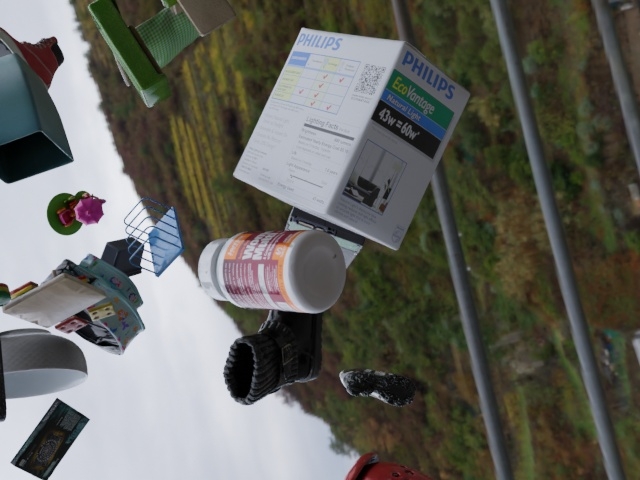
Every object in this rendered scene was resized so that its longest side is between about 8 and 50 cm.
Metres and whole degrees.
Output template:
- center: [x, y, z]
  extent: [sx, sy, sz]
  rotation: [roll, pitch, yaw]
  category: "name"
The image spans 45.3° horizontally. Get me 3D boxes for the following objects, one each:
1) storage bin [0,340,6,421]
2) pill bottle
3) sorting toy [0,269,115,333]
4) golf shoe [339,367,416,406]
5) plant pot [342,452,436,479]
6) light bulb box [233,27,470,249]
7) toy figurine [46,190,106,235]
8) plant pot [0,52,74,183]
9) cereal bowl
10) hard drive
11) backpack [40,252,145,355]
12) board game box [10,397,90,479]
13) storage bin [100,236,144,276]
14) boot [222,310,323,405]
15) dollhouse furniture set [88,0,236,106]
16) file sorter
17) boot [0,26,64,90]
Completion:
- center: [-0.669, 0.262, 1.462]
  extent: [0.122, 0.084, 0.180]
  rotation: [-8, 88, 44]
  category: "storage bin"
- center: [-0.079, 0.045, 1.159]
  extent: [0.221, 0.121, 0.121]
  rotation: [-1, 108, 43]
  category: "pill bottle"
- center: [-0.477, 0.099, 1.384]
  extent: [0.046, 0.132, 0.274]
  rotation: [65, -173, 24]
  category: "sorting toy"
- center: [0.137, 0.339, 1.828]
  extent: [0.094, 0.198, 0.077]
  rotation: [20, 90, 64]
  category: "golf shoe"
- center: [0.129, 0.545, 1.573]
  extent: [0.191, 0.174, 0.191]
  rotation: [-49, -29, -39]
  category: "plant pot"
- center: [0.056, -0.221, 1.609]
  extent: [0.225, 0.361, 0.358]
  rotation: [25, -179, -41]
  category: "light bulb box"
- center: [-0.693, -0.092, 2.268]
  extent: [0.173, 0.159, 0.130]
  rotation: [-45, -57, -44]
  category: "toy figurine"
- center: [-0.679, -0.281, 1.705]
  extent: [0.165, 0.166, 0.234]
  rotation: [67, -175, -70]
  category: "plant pot"
- center: [-0.809, 0.326, 2.073]
  extent: [0.339, 0.339, 0.141]
  rotation: [80, 178, -71]
  category: "cereal bowl"
- center: [0.000, 0.000, 2.388]
  extent: [0.339, 0.237, 0.064]
  rotation: [116, 173, -72]
  category: "hard drive"
- center: [-0.574, 0.174, 2.002]
  extent: [0.254, 0.191, 0.225]
  rotation: [31, 151, 25]
  category: "backpack"
- center: [-0.681, 0.505, 1.939]
  extent: [0.026, 0.186, 0.126]
  rotation: [19, 155, 33]
  category: "board game box"
- center: [-0.566, 0.043, 2.169]
  extent: [0.135, 0.098, 0.091]
  rotation: [-16, -47, -59]
  category: "storage bin"
- center: [-0.117, 0.211, 1.874]
  extent: [0.260, 0.131, 0.347]
  rotation: [-5, -91, -48]
  category: "boot"
- center: [-0.230, -0.312, 1.248]
  extent: [0.151, 0.198, 0.301]
  rotation: [56, 172, 1]
  category: "dollhouse furniture set"
- center: [-0.447, -0.014, 2.034]
  extent: [0.104, 0.118, 0.170]
  rotation: [29, -153, -39]
  category: "file sorter"
- center: [-0.830, -0.551, 2.170]
  extent: [0.244, 0.088, 0.176]
  rotation: [59, -138, -53]
  category: "boot"
